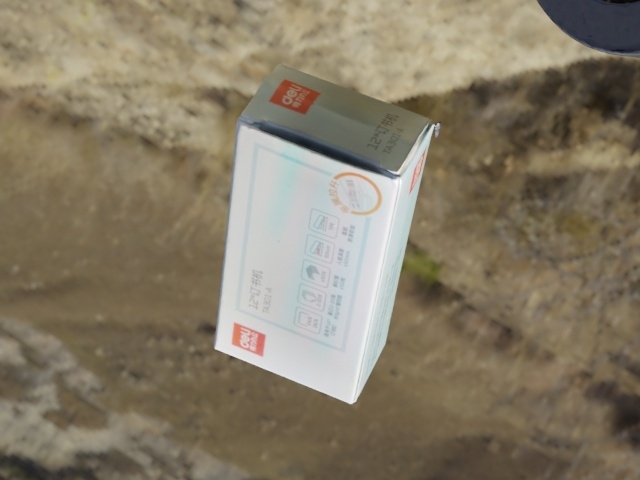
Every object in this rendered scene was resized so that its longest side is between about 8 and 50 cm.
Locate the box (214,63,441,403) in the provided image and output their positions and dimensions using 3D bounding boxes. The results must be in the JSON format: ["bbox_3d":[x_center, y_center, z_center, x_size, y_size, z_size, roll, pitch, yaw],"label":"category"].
[{"bbox_3d":[0.000,0.000,1.210,0.135,0.079,0.269,20,136,12],"label":"box"}]

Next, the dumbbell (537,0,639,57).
[{"bbox_3d":[0.197,-0.156,0.722,0.325,0.143,0.143,-5,-167,-40],"label":"dumbbell"}]
